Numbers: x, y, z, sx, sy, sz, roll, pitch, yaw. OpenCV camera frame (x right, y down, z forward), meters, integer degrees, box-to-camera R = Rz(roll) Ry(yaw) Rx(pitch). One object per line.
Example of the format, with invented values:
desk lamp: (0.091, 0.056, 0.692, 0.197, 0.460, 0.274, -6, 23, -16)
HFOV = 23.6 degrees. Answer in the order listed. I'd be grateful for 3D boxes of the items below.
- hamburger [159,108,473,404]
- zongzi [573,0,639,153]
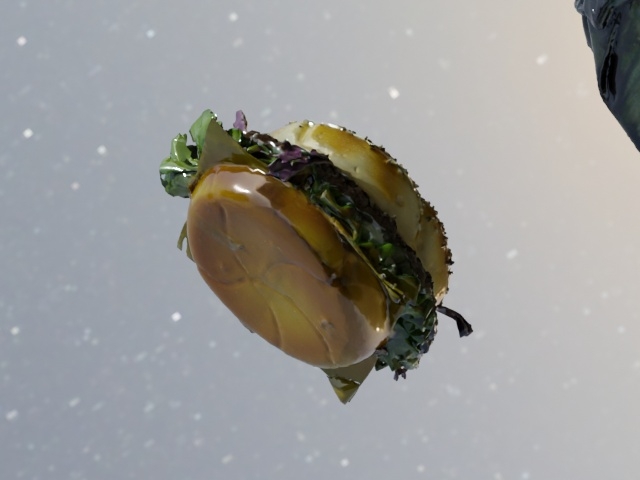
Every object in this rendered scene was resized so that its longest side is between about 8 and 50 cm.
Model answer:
hamburger: (-0.002, -0.003, 0.846, 0.189, 0.164, 0.093, 44, -119, 0)
zongzi: (0.233, -0.302, 0.958, 0.362, 0.383, 0.319, 16, -138, -40)
